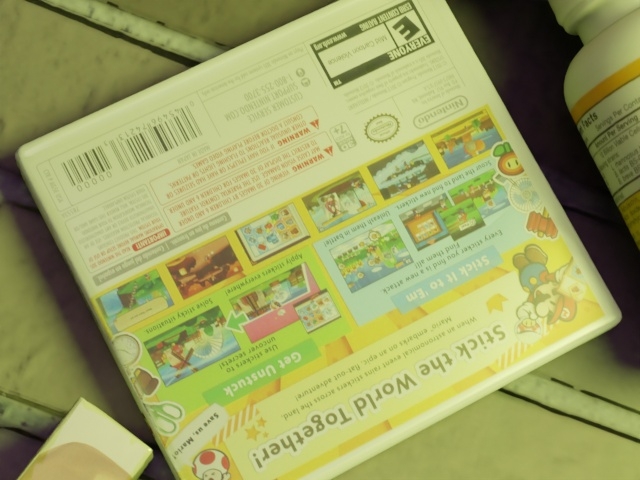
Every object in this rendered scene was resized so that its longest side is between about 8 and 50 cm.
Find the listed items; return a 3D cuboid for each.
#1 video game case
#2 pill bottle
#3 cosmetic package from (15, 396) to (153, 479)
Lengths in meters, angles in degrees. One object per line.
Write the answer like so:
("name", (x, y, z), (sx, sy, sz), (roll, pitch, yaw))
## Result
("video game case", (0.000, 0.000, 0.704), (0.227, 0.026, 0.206), (-26, 82, -13))
("pill bottle", (0.187, -0.054, 0.691), (0.117, 0.117, 0.208), (-24, 81, -11))
("cosmetic package", (-0.124, 0.128, 0.642), (0.041, 0.060, 0.115), (36, 77, 2))
